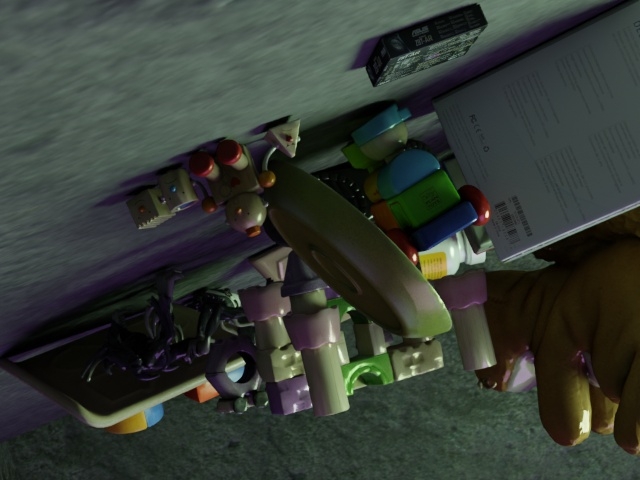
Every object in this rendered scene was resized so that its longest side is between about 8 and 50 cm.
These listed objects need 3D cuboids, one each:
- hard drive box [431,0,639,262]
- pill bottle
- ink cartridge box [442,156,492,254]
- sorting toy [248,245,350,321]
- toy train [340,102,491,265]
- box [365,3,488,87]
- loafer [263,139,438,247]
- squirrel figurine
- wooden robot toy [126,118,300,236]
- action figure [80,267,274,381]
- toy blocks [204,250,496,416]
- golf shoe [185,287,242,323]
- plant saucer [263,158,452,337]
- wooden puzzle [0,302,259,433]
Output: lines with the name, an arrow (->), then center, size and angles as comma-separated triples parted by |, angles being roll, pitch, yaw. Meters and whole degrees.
hard drive box -> 0.255, -0.106, 1.038 | 0.232, 0.181, 0.089 | -24, 173, 22
pill bottle -> 0.162, 0.010, 1.743 | 0.208, 0.118, 0.117 | -10, 173, -1
ink cartridge box -> 0.242, -0.056, 1.580 | 0.078, 0.134, 0.231 | -23, 174, 4
sorting toy -> 0.021, 0.048, 1.666 | 0.208, 0.193, 0.038 | -24, -143, 26
toy train -> 0.068, -0.050, 1.081 | 0.105, 0.143, 0.248 | -30, -178, -11
box -> 0.081, -0.149, 0.811 | 0.083, 0.018, 0.067 | -21, 173, -11
loafer -> 0.034, -0.044, 1.221 | 0.220, 0.080, 0.078 | -21, 173, -16
squirrel figurine -> 0.336, 0.057, 1.346 | 0.281, 0.397, 0.370 | -6, -170, -38
wooden robot toy -> -0.081, -0.037, 0.906 | 0.173, 0.079, 0.076 | -24, 173, 9
action figure -> -0.203, 0.114, 1.467 | 0.275, 0.141, 0.164 | -11, 176, -23
toy blocks -> 0.016, 0.067, 1.353 | 0.288, 0.260, 0.309 | -12, 178, -30
golf shoe -> -0.177, 0.111, 1.847 | 0.094, 0.077, 0.198 | -31, -175, -25
plant saucer -> 0.025, 0.019, 1.030 | 0.037, 0.241, 0.241 | -47, 178, -11
wooden puzzle -> -0.271, 0.199, 1.616 | 0.347, 0.081, 0.322 | -16, -162, -34
